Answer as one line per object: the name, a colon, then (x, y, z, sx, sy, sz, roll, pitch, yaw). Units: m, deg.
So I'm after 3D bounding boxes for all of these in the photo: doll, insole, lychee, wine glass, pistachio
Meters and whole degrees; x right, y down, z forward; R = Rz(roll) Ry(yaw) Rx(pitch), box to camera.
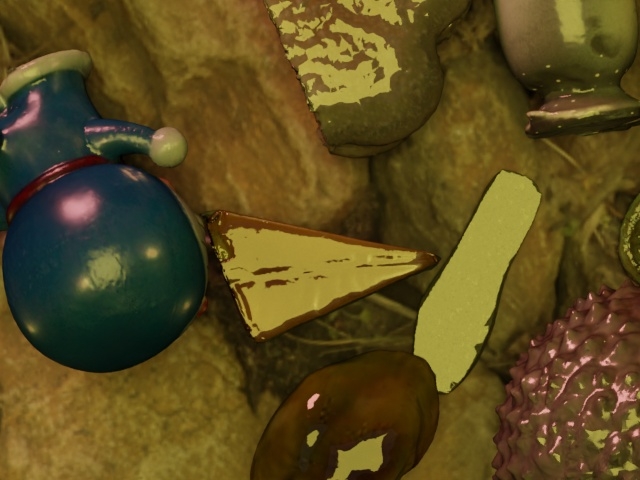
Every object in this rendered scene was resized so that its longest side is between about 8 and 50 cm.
doll: (-0.189, -0.019, 1.374, 0.215, 0.161, 0.257, -34, 70, 26)
insole: (0.124, 0.033, 1.424, 0.063, 0.010, 0.192, 25, 88, 2)
lychee: (0.269, 0.169, 1.282, 0.300, 0.300, 0.300, 0, 87, 1)
wine glass: (0.193, -0.183, 1.383, 0.111, 0.111, 0.204, -10, 90, 1)
pistachio: (0.014, 0.160, 1.375, 0.110, 0.100, 0.189, 44, 91, -3)

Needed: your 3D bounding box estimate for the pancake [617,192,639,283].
pancake: (0.292, -0.006, 1.420, 0.108, 0.017, 0.108, 0, 90, -2)

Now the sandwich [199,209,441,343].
sandwich: (0.000, 0.000, 1.394, 0.163, 0.079, 0.113, -23, 86, 0)

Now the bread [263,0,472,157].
bread: (0.021, -0.240, 1.399, 0.183, 0.102, 0.337, -22, 85, -3)
